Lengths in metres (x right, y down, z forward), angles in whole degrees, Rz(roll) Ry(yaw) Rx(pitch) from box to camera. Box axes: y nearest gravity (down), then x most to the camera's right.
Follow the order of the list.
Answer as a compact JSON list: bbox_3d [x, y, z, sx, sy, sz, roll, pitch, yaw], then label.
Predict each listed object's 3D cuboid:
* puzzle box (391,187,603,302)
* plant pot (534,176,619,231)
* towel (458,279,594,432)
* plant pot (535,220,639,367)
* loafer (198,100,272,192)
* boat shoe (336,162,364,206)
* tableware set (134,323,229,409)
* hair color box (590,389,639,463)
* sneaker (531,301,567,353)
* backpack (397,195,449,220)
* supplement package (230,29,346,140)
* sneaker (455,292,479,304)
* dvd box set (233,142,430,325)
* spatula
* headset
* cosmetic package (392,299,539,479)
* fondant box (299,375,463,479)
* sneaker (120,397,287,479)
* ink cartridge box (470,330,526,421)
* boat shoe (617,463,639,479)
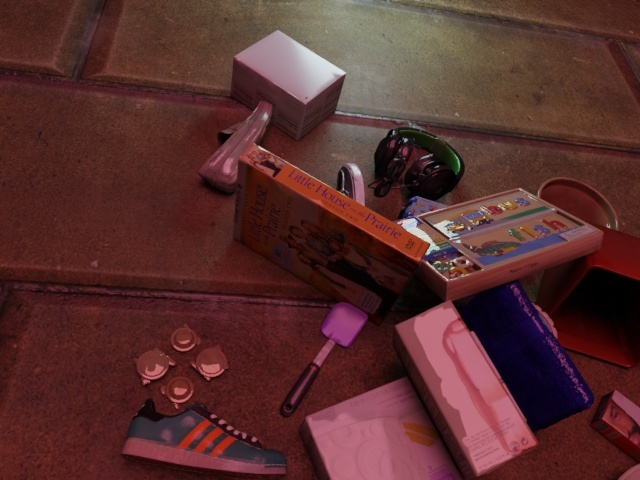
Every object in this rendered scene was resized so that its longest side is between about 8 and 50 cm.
[{"bbox_3d":[0.376,-0.008,1.211,0.409,0.052,0.272,-16,32,-19],"label":"puzzle box"},{"bbox_3d":[0.693,-0.054,1.503,0.237,0.109,0.237,6,55,-8],"label":"plant pot"},{"bbox_3d":[0.418,0.248,1.153,0.076,0.227,0.308,-16,62,-23],"label":"towel"},{"bbox_3d":[0.692,0.110,1.313,0.267,0.267,0.235,17,42,-1],"label":"plant pot"},{"bbox_3d":[-0.219,-0.269,1.436,0.111,0.112,0.319,26,54,-5],"label":"loafer"},{"bbox_3d":[0.051,-0.076,1.375,0.102,0.108,0.301,6,62,-11],"label":"boat shoe"},{"bbox_3d":[-0.285,0.256,1.110,0.141,0.020,0.169,43,56,14],"label":"tableware set"},{"bbox_3d":[0.706,0.429,1.203,0.167,0.053,0.093,37,56,14],"label":"hair color box"},{"bbox_3d":[0.491,0.248,1.232,0.110,0.107,0.275,-4,55,-36],"label":"sneaker"},{"bbox_3d":[0.262,-0.005,1.364,0.158,0.117,0.173,21,56,3],"label":"backpack"},{"bbox_3d":[-0.096,-0.459,1.577,0.262,0.145,0.204,36,56,12],"label":"supplement package"},{"bbox_3d":[0.393,0.119,1.356,0.158,0.061,0.065,-5,30,-18],"label":"sneaker"},{"bbox_3d":[0.000,0.000,1.180,0.420,0.307,0.062,31,57,8],"label":"dvd box set"},{"bbox_3d":[0.000,0.256,1.170,0.084,0.030,0.296,32,55,10],"label":"spatula"},{"bbox_3d":[0.260,-0.219,1.469,0.243,0.185,0.394,38,44,14],"label":"headset"},{"bbox_3d":[0.263,0.285,1.026,0.129,0.153,0.296,-25,64,-6],"label":"cosmetic package"},{"bbox_3d":[0.134,0.458,1.022,0.238,0.096,0.330,-15,62,-22],"label":"fondant box"},{"bbox_3d":[-0.204,0.366,0.997,0.302,0.108,0.121,12,58,-3],"label":"sneaker"},{"bbox_3d":[0.309,0.329,1.155,0.159,0.092,0.217,-14,59,-21],"label":"ink cartridge box"},{"bbox_3d":[0.623,0.570,1.063,0.305,0.091,0.109,-35,32,-33],"label":"boat shoe"}]
